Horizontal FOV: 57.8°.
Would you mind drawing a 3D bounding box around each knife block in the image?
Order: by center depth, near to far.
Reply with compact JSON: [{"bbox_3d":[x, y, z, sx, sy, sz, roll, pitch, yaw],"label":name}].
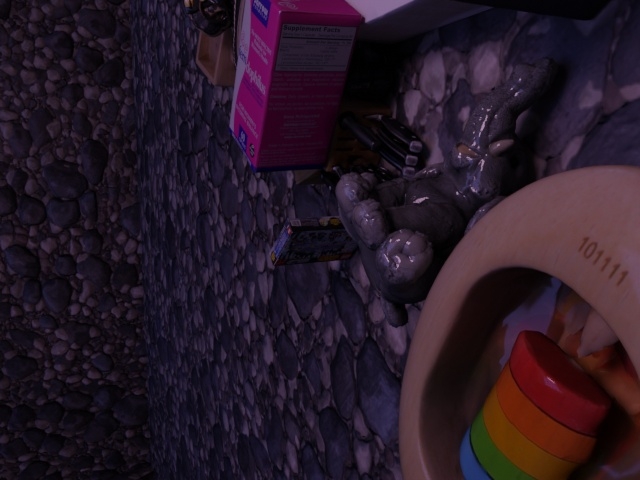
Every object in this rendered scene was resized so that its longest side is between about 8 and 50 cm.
[{"bbox_3d":[0.041,-0.176,0.835,0.242,0.088,0.275,-25,72,60],"label":"knife block"}]

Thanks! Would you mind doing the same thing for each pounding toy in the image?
[{"bbox_3d":[-0.171,-0.411,1.201,0.206,0.094,0.181,52,136,41],"label":"pounding toy"}]

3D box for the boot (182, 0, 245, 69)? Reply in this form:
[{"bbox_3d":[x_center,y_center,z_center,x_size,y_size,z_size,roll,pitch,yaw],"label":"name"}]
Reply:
[{"bbox_3d":[-0.121,-0.403,0.957,0.284,0.138,0.377,-6,76,52],"label":"boot"}]

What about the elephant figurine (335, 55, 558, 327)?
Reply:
[{"bbox_3d":[0.150,-0.041,0.605,0.169,0.239,0.186,62,174,10],"label":"elephant figurine"}]

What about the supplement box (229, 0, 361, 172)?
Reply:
[{"bbox_3d":[-0.041,-0.211,0.756,0.111,0.114,0.220,57,143,41],"label":"supplement box"}]

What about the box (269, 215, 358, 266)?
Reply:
[{"bbox_3d":[0.000,0.000,0.885,0.094,0.137,0.027,-58,44,50],"label":"box"}]

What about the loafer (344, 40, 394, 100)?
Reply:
[{"bbox_3d":[0.040,-0.301,0.825,0.076,0.078,0.223,-43,57,56],"label":"loafer"}]

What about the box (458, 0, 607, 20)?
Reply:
[{"bbox_3d":[0.185,-0.409,0.424,0.343,0.179,0.312,-56,47,50],"label":"box"}]

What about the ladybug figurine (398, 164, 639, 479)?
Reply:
[{"bbox_3d":[0.208,0.148,0.483,0.305,0.162,0.449,57,141,42],"label":"ladybug figurine"}]

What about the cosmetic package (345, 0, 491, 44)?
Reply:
[{"bbox_3d":[0.111,-0.285,0.672,0.239,0.099,0.060,10,104,61],"label":"cosmetic package"}]
